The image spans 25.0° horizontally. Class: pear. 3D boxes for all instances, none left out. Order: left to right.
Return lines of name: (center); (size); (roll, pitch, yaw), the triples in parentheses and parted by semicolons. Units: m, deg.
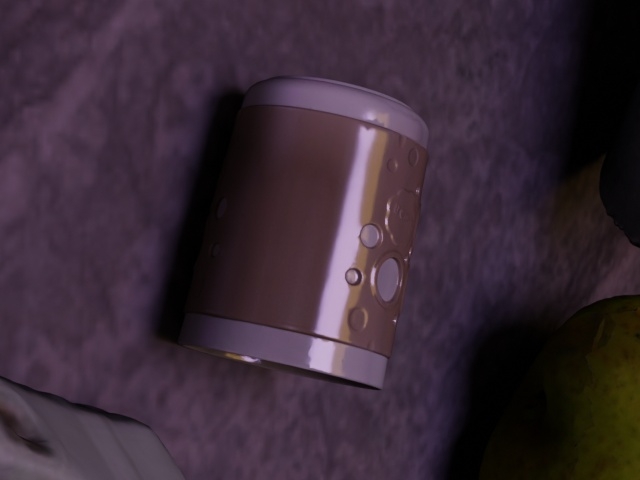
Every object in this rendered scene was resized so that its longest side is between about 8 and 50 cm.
pear: (0.159, 0.121, 0.655); (0.219, 0.187, 0.187); (48, 60, -33)

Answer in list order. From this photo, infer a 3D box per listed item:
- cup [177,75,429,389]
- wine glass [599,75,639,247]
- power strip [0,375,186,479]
cup: (0.006, 0.001, 0.521); (0.102, 0.074, 0.099); (21, 79, -50)
wine glass: (0.196, -0.215, 0.595); (0.267, 0.267, 0.406); (-40, 119, -39)
power strip: (-0.070, 0.112, 0.323); (0.092, 0.257, 0.251); (-49, 147, 15)
